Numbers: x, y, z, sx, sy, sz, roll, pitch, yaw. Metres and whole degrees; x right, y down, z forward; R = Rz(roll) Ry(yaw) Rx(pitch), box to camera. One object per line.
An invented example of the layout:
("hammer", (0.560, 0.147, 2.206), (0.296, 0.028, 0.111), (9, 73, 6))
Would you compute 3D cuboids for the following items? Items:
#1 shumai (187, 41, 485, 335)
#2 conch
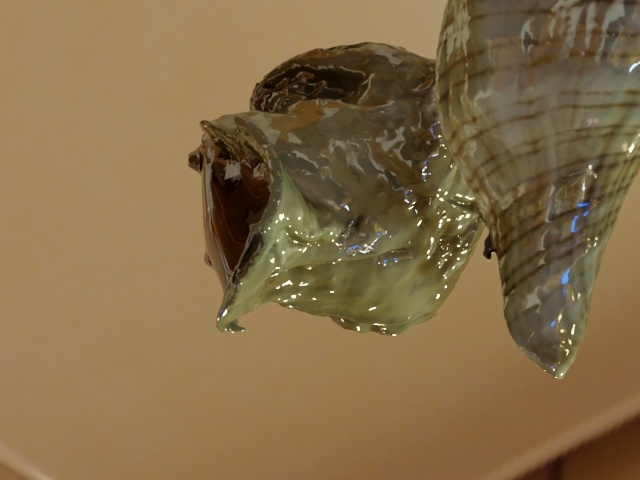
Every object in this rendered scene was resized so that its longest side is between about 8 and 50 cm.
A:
("shumai", (0.000, 0.000, 1.631), (0.292, 0.330, 0.288), (8, -140, 19))
("conch", (0.164, -0.125, 0.980), (0.169, 0.203, 0.386), (121, -13, -59))
